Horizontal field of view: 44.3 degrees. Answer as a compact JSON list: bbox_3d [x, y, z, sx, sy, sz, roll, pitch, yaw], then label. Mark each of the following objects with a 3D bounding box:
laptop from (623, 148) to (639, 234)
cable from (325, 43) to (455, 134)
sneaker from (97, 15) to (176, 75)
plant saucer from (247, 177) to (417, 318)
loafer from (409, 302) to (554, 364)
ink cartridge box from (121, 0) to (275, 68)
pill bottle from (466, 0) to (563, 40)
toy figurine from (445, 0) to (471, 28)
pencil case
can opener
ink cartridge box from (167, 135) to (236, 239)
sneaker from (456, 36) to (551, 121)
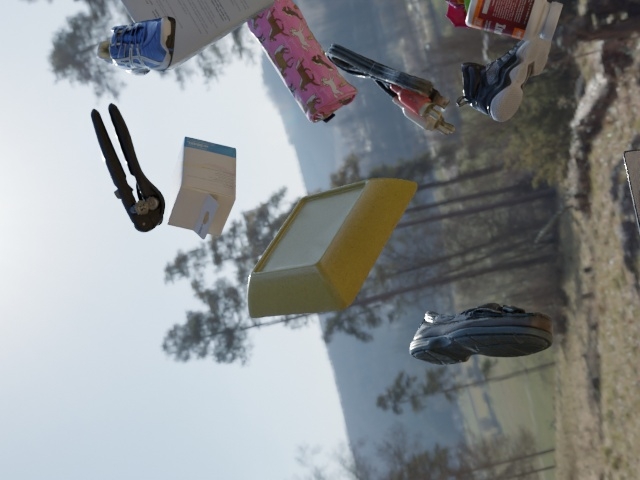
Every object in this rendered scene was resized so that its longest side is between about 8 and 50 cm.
[{"bbox_3d":[0.944,-0.068,1.761,0.236,0.382,0.408,90,174,-76],"label":"laptop"},{"bbox_3d":[0.106,-0.271,1.366,0.287,0.072,0.139,29,-177,24],"label":"cable"},{"bbox_3d":[-0.297,-0.314,1.276,0.211,0.081,0.080,-8,77,55],"label":"sneaker"},{"bbox_3d":[0.000,0.000,1.607,0.081,0.333,0.333,46,-122,-24],"label":"plant saucer"},{"bbox_3d":[0.223,0.121,1.129,0.267,0.096,0.084,-23,47,55],"label":"loafer"},{"bbox_3d":[-0.236,-0.538,1.448,0.324,0.330,0.071,60,-169,-8],"label":"ink cartridge box"},{"bbox_3d":[0.338,-0.399,1.371,0.086,0.152,0.086,17,-90,-80],"label":"pill bottle"},{"bbox_3d":[0.308,-0.507,1.665,0.130,0.173,0.159,-64,20,-3],"label":"toy figurine"},{"bbox_3d":[-0.060,-0.515,2.169,0.386,0.160,0.167,56,-175,5],"label":"pencil case"},{"bbox_3d":[-0.269,-0.097,1.084,0.073,0.059,0.186,14,131,61],"label":"can opener"},{"bbox_3d":[-0.190,-0.081,1.263,0.143,0.090,0.092,-96,25,-46],"label":"ink cartridge box"},{"bbox_3d":[0.417,-0.403,1.813,0.153,0.268,0.101,22,163,35],"label":"sneaker"}]
